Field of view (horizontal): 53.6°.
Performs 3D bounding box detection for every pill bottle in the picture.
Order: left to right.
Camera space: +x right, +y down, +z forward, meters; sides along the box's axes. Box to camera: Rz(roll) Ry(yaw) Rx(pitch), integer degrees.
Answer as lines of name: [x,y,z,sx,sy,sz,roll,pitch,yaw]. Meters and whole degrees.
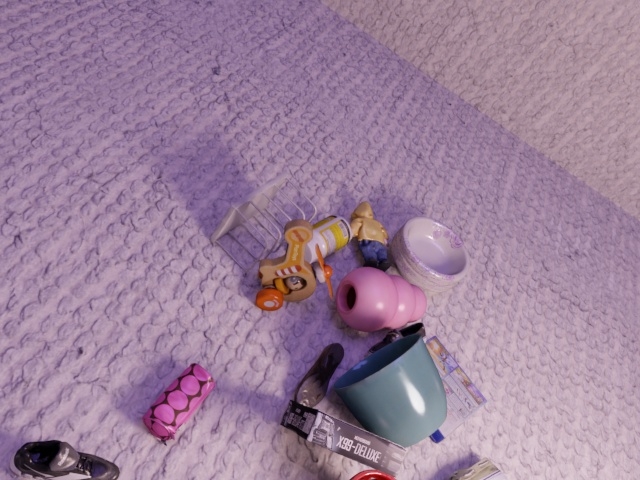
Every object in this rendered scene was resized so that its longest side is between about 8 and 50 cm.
pill bottle: [0.000,0.000,2.138,0.119,0.119,0.208,48,45,13]

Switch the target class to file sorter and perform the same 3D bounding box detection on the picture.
file sorter: [-0.176,-0.057,2.030,0.173,0.193,0.277,46,45,6]

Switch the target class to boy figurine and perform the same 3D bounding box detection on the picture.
boy figurine: [0.164,-0.020,2.276,0.177,0.092,0.285,6,50,-27]

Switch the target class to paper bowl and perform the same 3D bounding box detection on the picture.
paper bowl: [0.386,0.062,2.301,0.284,0.148,0.284,16,47,-18]

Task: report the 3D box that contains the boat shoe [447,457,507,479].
boat shoe: [0.413,0.708,1.820,0.302,0.109,0.094,0,38,-43]

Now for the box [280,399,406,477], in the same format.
box: [0.047,0.498,1.617,0.242,0.307,0.076,26,75,-10]

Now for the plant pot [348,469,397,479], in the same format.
plant pot: [0.107,0.691,1.578,0.191,0.174,0.191,17,47,-19]

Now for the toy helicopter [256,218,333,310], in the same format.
toy helicopter: [-0.062,0.070,1.870,0.235,0.355,0.140,6,49,-5]

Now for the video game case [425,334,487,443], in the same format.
video game case: [0.364,0.465,2.008,0.244,0.061,0.269,-22,68,-41]

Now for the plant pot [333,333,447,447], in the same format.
plant pot: [0.220,0.440,1.796,0.293,0.293,0.235,-30,88,-44]

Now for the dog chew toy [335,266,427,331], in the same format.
dog chew toy: [0.213,0.196,2.053,0.331,0.206,0.207,9,50,-36]

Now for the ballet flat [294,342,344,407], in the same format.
ballet flat: [-0.009,0.396,1.851,0.084,0.058,0.250,51,47,-16]

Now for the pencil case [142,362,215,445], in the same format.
pencil case: [-0.349,0.407,1.601,0.098,0.095,0.209,10,39,25]

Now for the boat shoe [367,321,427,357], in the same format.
boat shoe: [0.245,0.315,2.017,0.228,0.076,0.080,-13,18,-26]

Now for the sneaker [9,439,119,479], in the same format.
sneaker: [-0.555,0.491,1.390,0.234,0.106,0.078,19,47,-17]
